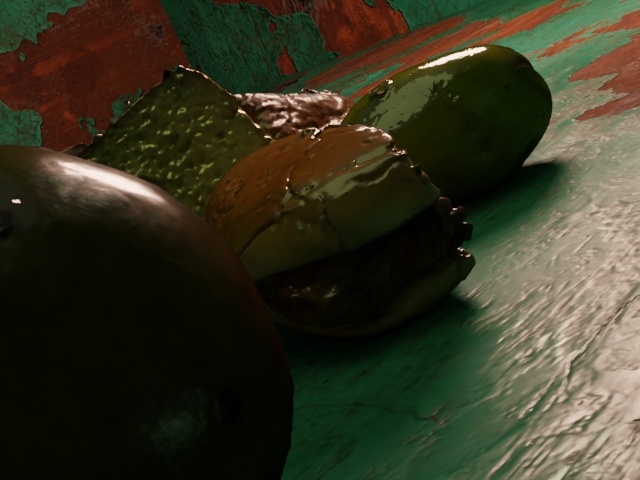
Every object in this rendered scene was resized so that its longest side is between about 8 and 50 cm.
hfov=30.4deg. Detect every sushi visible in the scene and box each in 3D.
[{"bbox_3d":[-0.025,-0.097,1.421,0.296,0.179,0.167,-1,-29,-39],"label":"sushi"}]

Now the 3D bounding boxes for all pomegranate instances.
[{"bbox_3d":[-0.180,0.108,0.592,0.323,0.291,0.291,-40,17,-23],"label":"pomegranate"}]

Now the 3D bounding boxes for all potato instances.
[{"bbox_3d":[0.118,-0.110,1.210,0.253,0.148,0.186,-28,15,-18],"label":"potato"}]

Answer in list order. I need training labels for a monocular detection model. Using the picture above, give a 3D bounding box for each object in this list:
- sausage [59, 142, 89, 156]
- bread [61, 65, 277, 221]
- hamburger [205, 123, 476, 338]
[{"bbox_3d":[-0.304,-0.050,1.697,0.123,0.123,0.253,-23,-15,6],"label":"sausage"},{"bbox_3d":[-0.191,-0.018,1.262,0.340,0.194,0.179,-43,0,-5],"label":"bread"},{"bbox_3d":[0.000,0.000,0.981,0.282,0.155,0.245,-24,18,28],"label":"hamburger"}]
